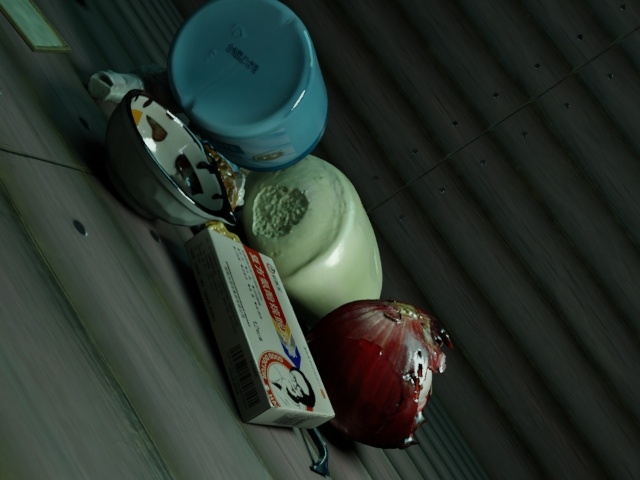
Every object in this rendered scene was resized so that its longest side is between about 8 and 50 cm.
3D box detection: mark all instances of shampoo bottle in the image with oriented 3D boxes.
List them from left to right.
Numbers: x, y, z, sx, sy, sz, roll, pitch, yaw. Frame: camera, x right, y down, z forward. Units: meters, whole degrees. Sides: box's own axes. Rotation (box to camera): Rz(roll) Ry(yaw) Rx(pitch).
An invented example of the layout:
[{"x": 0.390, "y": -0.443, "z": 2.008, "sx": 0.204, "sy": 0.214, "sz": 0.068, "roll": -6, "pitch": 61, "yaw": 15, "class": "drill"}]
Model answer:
[{"x": -0.155, "y": -0.358, "z": 1.555, "sx": 0.331, "sy": 0.331, "sz": 0.343, "roll": 57, "pitch": 0, "yaw": 9, "class": "shampoo bottle"}]

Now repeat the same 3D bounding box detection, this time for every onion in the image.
[{"x": 0.114, "y": 0.269, "z": 1.418, "sx": 0.341, "sy": 0.341, "sz": 0.341, "roll": 54, "pitch": 7, "yaw": -10, "class": "onion"}]

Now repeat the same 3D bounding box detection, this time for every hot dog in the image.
[{"x": -0.268, "y": -0.140, "z": 1.407, "sx": 0.227, "sy": 0.099, "sz": 0.160, "roll": 37, "pitch": 23, "yaw": 3, "class": "hot dog"}]

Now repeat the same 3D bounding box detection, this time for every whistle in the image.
[{"x": -0.407, "y": -0.337, "z": 1.496, "sx": 0.142, "sy": 0.133, "sz": 0.346, "roll": 59, "pitch": 16, "yaw": -2, "class": "whistle"}]

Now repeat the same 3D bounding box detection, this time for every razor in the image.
[{"x": -0.023, "y": 0.344, "z": 1.233, "sx": 0.066, "sy": 0.033, "sz": 0.190, "roll": 48, "pitch": 9, "yaw": -49, "class": "razor"}]

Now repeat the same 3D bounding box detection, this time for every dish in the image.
[{"x": -0.292, "y": -0.127, "z": 1.199, "sx": 0.303, "sy": 0.120, "sz": 0.303, "roll": 54, "pitch": 12, "yaw": -17, "class": "dish"}]

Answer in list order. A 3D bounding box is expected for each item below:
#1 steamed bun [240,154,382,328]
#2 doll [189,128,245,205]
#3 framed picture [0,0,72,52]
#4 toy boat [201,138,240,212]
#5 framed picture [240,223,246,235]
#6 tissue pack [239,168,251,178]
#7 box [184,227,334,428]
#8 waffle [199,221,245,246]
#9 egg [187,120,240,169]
[{"x": 0.000, "y": 0.000, "z": 1.743, "sx": 0.371, "sy": 0.290, "sz": 0.456, "roll": 55, "pitch": 10, "yaw": -48, "class": "steamed bun"}, {"x": -0.284, "y": -0.172, "z": 1.586, "sx": 0.293, "sy": 0.119, "sz": 0.138, "roll": 43, "pitch": 22, "yaw": -38, "class": "doll"}, {"x": -0.557, "y": -0.421, "z": 1.273, "sx": 0.136, "sy": 0.010, "sz": 0.201, "roll": 53, "pitch": 7, "yaw": -14, "class": "framed picture"}, {"x": -0.277, "y": -0.163, "z": 1.754, "sx": 0.215, "sy": 0.088, "sz": 0.102, "roll": 53, "pitch": 41, "yaw": -22, "class": "toy boat"}, {"x": -0.122, "y": 0.067, "z": 1.914, "sx": 0.211, "sy": 0.020, "sz": 0.289, "roll": 59, "pitch": 7, "yaw": 18, "class": "framed picture"}, {"x": -0.268, "y": -0.303, "z": 2.210, "sx": 0.228, "sy": 0.128, "sz": 0.311, "roll": 58, "pitch": 6, "yaw": 18, "class": "tissue pack"}, {"x": -0.109, "y": 0.158, "z": 1.181, "sx": 0.214, "sy": 0.069, "sz": 0.353, "roll": 31, "pitch": 31, "yaw": -56, "class": "box"}, {"x": -0.169, "y": 0.073, "z": 1.414, "sx": 0.249, "sy": 0.056, "sz": 0.253, "roll": 51, "pitch": 9, "yaw": -31, "class": "waffle"}, {"x": -0.288, "y": -0.274, "z": 1.842, "sx": 0.199, "sy": 0.146, "sz": 0.146, "roll": 60, "pitch": 8, "yaw": 11, "class": "egg"}]
